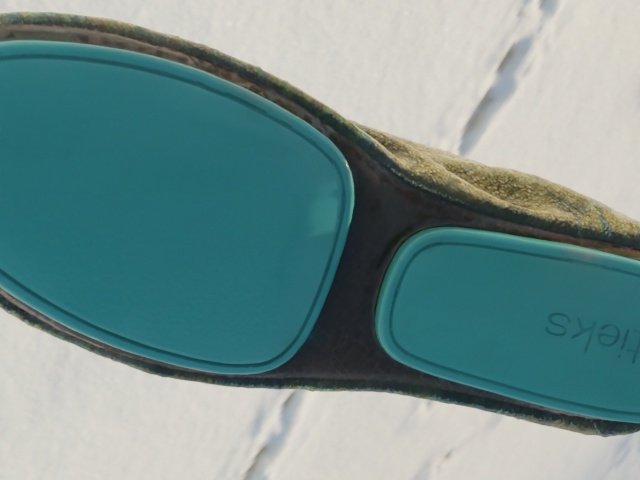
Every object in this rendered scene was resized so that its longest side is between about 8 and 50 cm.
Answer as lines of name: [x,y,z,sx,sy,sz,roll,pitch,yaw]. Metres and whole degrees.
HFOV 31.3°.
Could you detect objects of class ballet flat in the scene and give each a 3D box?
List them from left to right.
ballet flat: [0.000,0.000,0.458,0.348,0.123,0.123,16,114,-22]
